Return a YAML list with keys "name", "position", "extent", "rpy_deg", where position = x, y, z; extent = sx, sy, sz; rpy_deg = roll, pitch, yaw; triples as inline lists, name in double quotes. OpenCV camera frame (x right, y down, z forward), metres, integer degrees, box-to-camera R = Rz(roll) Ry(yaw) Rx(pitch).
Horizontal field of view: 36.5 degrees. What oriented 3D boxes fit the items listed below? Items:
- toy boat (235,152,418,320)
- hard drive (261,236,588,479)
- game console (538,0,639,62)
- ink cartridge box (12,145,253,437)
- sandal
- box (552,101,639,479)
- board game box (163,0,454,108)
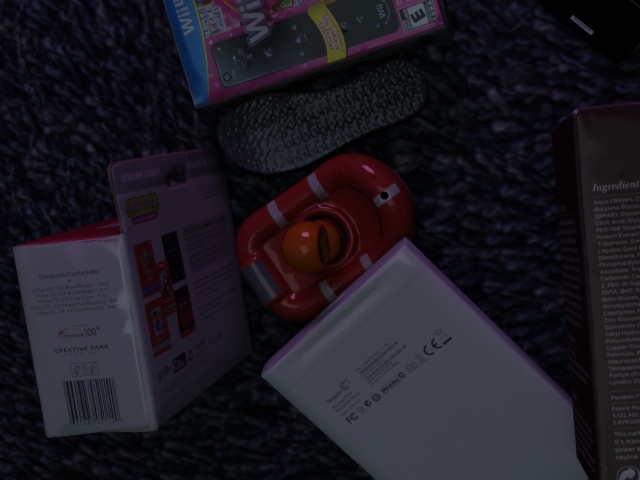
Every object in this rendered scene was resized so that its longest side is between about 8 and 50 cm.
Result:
- name: "toy boat"
  position: [0.000, 0.000, 1.125]
  extent: [0.231, 0.151, 0.151]
  rpy_deg: [-35, 89, 17]
- name: "hard drive"
  position: [0.139, 0.195, 1.132]
  extent: [0.353, 0.047, 0.233]
  rpy_deg: [44, 107, -10]
- name: "game console"
  position: [0.323, -0.278, 1.071]
  extent: [0.122, 0.071, 0.107]
  rpy_deg: [40, 136, 6]
- name: "ink cartridge box"
  position: [-0.200, 0.041, 1.102]
  extent: [0.130, 0.309, 0.271]
  rpy_deg: [-6, 96, 15]
- name: "sandal"
  position: [0.005, -0.140, 1.155]
  extent: [0.255, 0.054, 0.097]
  rpy_deg: [-14, 88, 5]
- name: "box"
  position: [0.327, 0.056, 1.001]
  extent: [0.143, 0.191, 0.381]
  rpy_deg: [-6, 90, 8]
- name: "board game box"
  position: [-0.025, -0.298, 1.115]
  extent: [0.303, 0.097, 0.224]
  rpy_deg: [-16, 94, 17]
